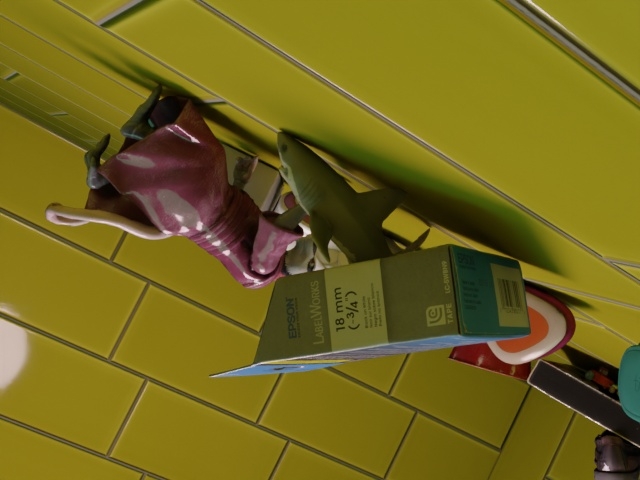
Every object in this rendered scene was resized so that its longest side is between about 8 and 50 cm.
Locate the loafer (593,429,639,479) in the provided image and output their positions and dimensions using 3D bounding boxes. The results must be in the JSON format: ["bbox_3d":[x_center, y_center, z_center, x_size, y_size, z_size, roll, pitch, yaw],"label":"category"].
[{"bbox_3d":[0.610,0.425,1.872,0.109,0.095,0.302,-4,177,20],"label":"loafer"}]

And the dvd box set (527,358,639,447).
[{"bbox_3d":[0.629,0.359,1.964,0.307,0.062,0.420,30,-176,26],"label":"dvd box set"}]

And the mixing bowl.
[{"bbox_3d":[0.369,0.227,1.933,0.181,0.098,0.181,16,176,1],"label":"mixing bowl"}]

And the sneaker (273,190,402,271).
[{"bbox_3d":[0.034,0.039,1.546,0.305,0.152,0.114,33,-147,-12],"label":"sneaker"}]

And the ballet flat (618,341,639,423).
[{"bbox_3d":[0.456,0.174,0.927,0.182,0.164,0.483,5,180,2],"label":"ballet flat"}]

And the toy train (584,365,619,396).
[{"bbox_3d":[0.635,0.306,1.885,0.166,0.046,0.125,27,-176,-15],"label":"toy train"}]

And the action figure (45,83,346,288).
[{"bbox_3d":[-0.142,-0.027,1.261,0.370,0.276,0.248,43,164,-19],"label":"action figure"}]

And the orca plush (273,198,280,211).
[{"bbox_3d":[-0.071,-0.022,1.782,0.102,0.151,0.287,-18,124,24],"label":"orca plush"}]

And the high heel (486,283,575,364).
[{"bbox_3d":[0.314,0.111,1.428,0.181,0.127,0.377,-8,-177,-24],"label":"high heel"}]

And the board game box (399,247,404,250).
[{"bbox_3d":[0.176,0.056,1.702,0.201,0.035,0.136,27,175,-7],"label":"board game box"}]

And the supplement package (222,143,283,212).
[{"bbox_3d":[-0.131,-0.077,1.508,0.105,0.105,0.179,27,176,2],"label":"supplement package"}]

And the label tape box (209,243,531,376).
[{"bbox_3d":[0.058,0.093,1.130,0.333,0.106,0.240,-13,168,28],"label":"label tape box"}]

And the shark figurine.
[{"bbox_3d":[0.066,-0.022,1.123,0.278,0.116,0.166,42,-160,-43],"label":"shark figurine"}]
